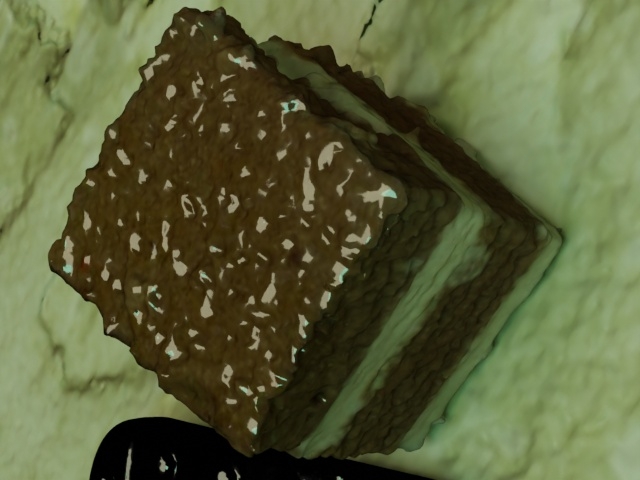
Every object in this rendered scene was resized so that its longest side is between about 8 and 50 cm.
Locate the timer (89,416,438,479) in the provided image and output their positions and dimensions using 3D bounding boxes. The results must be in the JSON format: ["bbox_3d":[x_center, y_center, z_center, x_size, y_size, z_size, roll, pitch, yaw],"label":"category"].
[{"bbox_3d":[-0.025,0.158,0.676,0.187,0.055,0.144,9,94,35],"label":"timer"}]

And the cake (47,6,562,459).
[{"bbox_3d":[0.000,0.000,0.607,0.135,0.147,0.134,45,114,32],"label":"cake"}]
